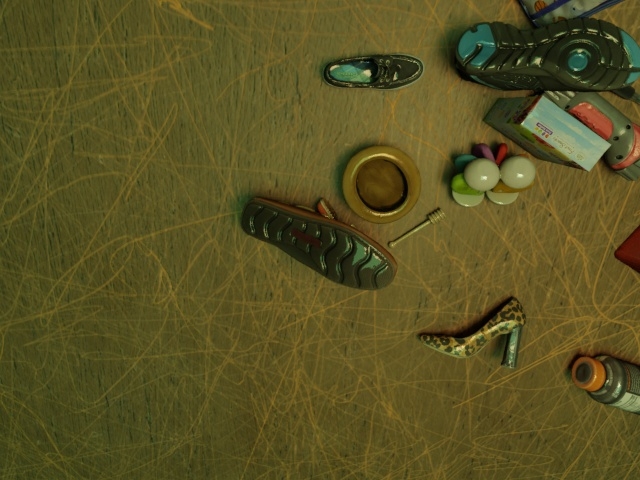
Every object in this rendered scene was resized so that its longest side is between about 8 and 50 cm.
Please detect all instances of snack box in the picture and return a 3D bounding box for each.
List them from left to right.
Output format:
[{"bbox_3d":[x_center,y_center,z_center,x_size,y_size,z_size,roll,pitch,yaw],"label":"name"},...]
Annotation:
[{"bbox_3d":[0.467,-0.231,0.874,0.175,0.207,0.070,31,107,-8],"label":"snack box"}]

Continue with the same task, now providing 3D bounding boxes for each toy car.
[{"bbox_3d":[0.390,-0.161,0.949,0.182,0.159,0.136,-4,74,3],"label":"toy car"}]

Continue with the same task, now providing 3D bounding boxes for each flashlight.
[{"bbox_3d":[0.617,-0.259,0.923,0.304,0.103,0.103,33,63,-6],"label":"flashlight"}]

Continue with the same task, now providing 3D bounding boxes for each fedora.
[{"bbox_3d":[0.142,-0.138,0.984,0.195,0.079,0.194,-1,114,-2],"label":"fedora"}]

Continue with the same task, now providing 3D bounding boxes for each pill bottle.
[{"bbox_3d":[0.823,0.393,1.121,0.246,0.130,0.130,19,109,-5],"label":"pill bottle"}]

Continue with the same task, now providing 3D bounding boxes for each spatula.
[{"bbox_3d":[0.726,-0.318,0.929,0.297,0.030,0.084,23,110,-7],"label":"spatula"}]

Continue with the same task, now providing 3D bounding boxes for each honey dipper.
[{"bbox_3d":[0.242,-0.028,1.048,0.161,0.030,0.030,-33,105,16],"label":"honey dipper"}]

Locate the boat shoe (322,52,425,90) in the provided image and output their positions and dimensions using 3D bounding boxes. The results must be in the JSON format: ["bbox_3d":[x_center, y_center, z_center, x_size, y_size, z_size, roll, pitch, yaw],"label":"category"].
[{"bbox_3d":[0.118,-0.373,0.904,0.229,0.076,0.080,2,109,1],"label":"boat shoe"}]

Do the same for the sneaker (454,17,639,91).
[{"bbox_3d":[0.447,-0.366,0.835,0.341,0.140,0.124,14,95,13],"label":"sneaker"}]

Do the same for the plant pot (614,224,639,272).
[{"bbox_3d":[0.933,0.036,0.938,0.267,0.235,0.267,30,108,-8],"label":"plant pot"}]

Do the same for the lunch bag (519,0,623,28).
[{"bbox_3d":[0.459,-0.510,0.728,0.115,0.303,0.243,-39,103,5],"label":"lunch bag"}]

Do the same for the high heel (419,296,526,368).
[{"bbox_3d":[0.411,0.228,1.120,0.262,0.093,0.186,9,87,11],"label":"high heel"}]

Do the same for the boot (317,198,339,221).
[{"bbox_3d":[0.012,-0.026,1.040,0.085,0.059,0.157,-18,109,13],"label":"boot"}]

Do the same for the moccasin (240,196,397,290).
[{"bbox_3d":[-0.001,0.003,0.962,0.381,0.147,0.139,19,105,19],"label":"moccasin"}]
